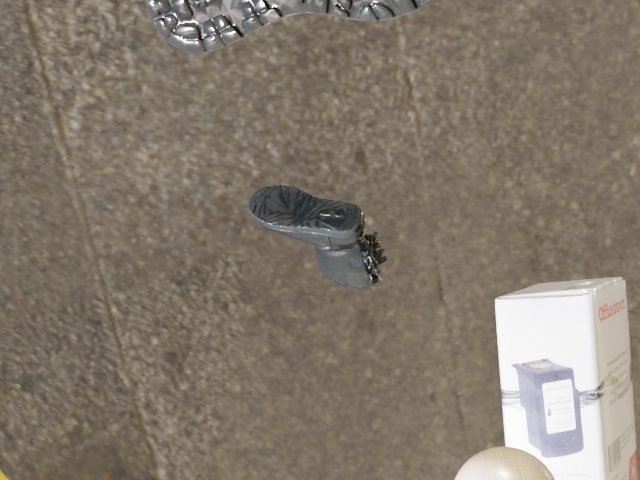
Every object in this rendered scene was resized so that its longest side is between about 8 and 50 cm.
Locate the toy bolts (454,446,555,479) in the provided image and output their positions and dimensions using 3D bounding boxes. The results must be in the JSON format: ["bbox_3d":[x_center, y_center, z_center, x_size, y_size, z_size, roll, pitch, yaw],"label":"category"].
[{"bbox_3d":[0.177,0.164,0.561,0.158,0.228,0.218,46,75,-21],"label":"toy bolts"}]

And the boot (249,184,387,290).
[{"bbox_3d":[0.000,-0.001,1.007,0.099,0.121,0.045,67,40,-53],"label":"boot"}]

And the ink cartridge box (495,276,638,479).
[{"bbox_3d":[0.254,0.162,1.109,0.172,0.100,0.237,-6,92,-65],"label":"ink cartridge box"}]

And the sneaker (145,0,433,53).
[{"bbox_3d":[-0.001,-0.237,0.881,0.124,0.283,0.107,-53,132,-50],"label":"sneaker"}]

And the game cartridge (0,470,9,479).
[{"bbox_3d":[-0.292,0.071,0.288,0.324,0.285,0.052,-23,135,-39],"label":"game cartridge"}]
